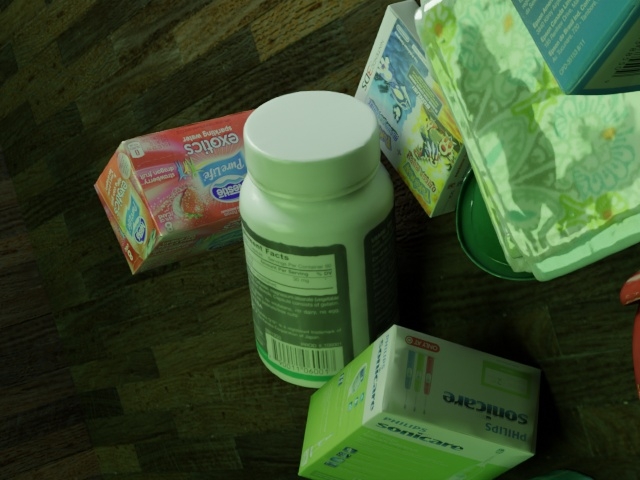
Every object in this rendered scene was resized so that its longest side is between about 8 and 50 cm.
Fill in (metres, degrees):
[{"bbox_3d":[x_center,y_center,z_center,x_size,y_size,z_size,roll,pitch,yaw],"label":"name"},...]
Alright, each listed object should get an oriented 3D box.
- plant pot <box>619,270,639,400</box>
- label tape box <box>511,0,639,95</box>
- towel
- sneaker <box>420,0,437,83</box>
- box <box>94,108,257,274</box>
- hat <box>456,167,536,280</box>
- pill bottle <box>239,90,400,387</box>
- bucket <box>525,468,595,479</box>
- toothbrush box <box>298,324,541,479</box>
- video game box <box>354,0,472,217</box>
[{"bbox_3d":[0.383,0.094,1.413,0.191,0.191,0.174,-29,76,60],"label":"plant pot"},{"bbox_3d":[0.235,-0.337,1.292,0.249,0.115,0.348,-57,47,47],"label":"label tape box"},{"bbox_3d":[0.288,-0.161,1.437,0.374,0.090,0.321,-25,84,37],"label":"towel"},{"bbox_3d":[0.181,-0.304,1.651,0.169,0.108,0.293,18,128,53],"label":"sneaker"},{"bbox_3d":[-0.144,-0.077,2.110,0.154,0.300,0.142,64,148,13],"label":"box"},{"bbox_3d":[0.204,-0.087,1.580,0.173,0.183,0.209,5,67,26],"label":"hat"},{"bbox_3d":[0.000,0.000,1.962,0.204,0.204,0.361,41,145,44],"label":"pill bottle"},{"bbox_3d":[0.261,0.420,1.798,0.281,0.183,0.281,36,134,48],"label":"bucket"},{"bbox_3d":[0.121,0.234,1.891,0.283,0.206,0.122,132,151,-59],"label":"toothbrush box"},{"bbox_3d":[0.126,-0.164,1.864,0.205,0.048,0.187,56,149,28],"label":"video game box"}]
